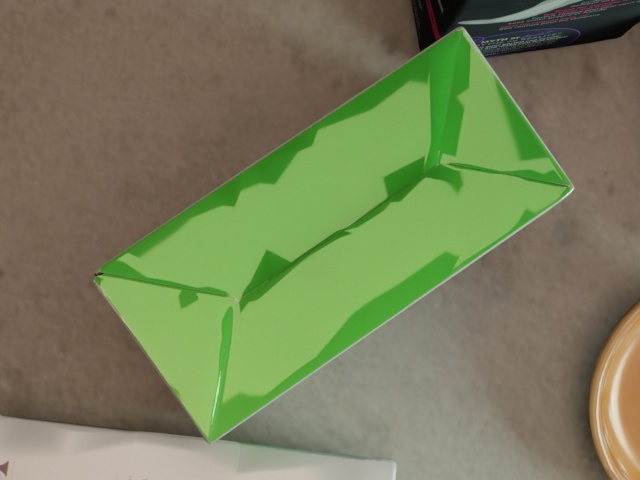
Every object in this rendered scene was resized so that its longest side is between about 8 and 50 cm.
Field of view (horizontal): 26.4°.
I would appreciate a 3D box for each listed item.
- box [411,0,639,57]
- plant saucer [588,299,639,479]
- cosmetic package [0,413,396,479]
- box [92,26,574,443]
[{"bbox_3d":[0.149,-0.219,0.893,0.165,0.270,0.143,-9,87,-5],"label":"box"},{"bbox_3d":[0.288,0.112,0.976,0.199,0.037,0.200,-1,102,-3],"label":"plant saucer"},{"bbox_3d":[-0.113,0.318,0.900,0.284,0.097,0.377,8,77,-5],"label":"cosmetic package"},{"bbox_3d":[0.000,0.000,0.886,0.262,0.231,0.127,-34,88,-6],"label":"box"}]
